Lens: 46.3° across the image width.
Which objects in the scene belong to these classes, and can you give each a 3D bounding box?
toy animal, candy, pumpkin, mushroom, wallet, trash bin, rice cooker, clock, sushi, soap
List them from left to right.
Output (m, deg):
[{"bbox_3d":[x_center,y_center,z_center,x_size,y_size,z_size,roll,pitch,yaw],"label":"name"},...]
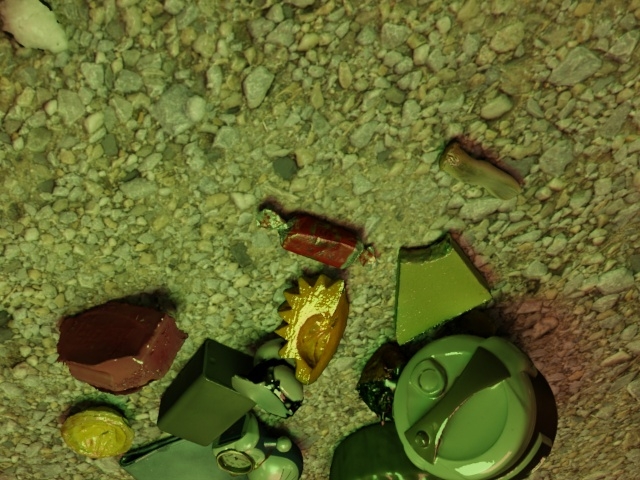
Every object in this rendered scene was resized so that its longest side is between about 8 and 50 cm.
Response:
[{"bbox_3d":[-0.449,0.230,1.624,0.289,0.182,0.112,6,139,35],"label":"soap"},{"bbox_3d":[-0.358,0.615,2.021,0.290,0.054,0.251,-22,128,11],"label":"wallet"},{"bbox_3d":[-0.268,0.372,1.793,0.164,0.122,0.240,29,124,-24],"label":"trash bin"},{"bbox_3d":[-0.147,0.554,1.931,0.199,0.147,0.243,-29,121,24],"label":"clock"},{"bbox_3d":[-0.100,0.299,1.706,0.138,0.179,0.166,-20,116,34],"label":"toy animal"},{"bbox_3d":[-0.018,0.175,1.676,0.130,0.149,0.254,21,103,18],"label":"pumpkin"},{"bbox_3d":[0.000,0.001,1.550,0.292,0.059,0.086,19,126,-17],"label":"candy"},{"bbox_3d":[0.160,0.366,1.802,0.149,0.140,0.287,-12,128,-3],"label":"sushi"},{"bbox_3d":[0.350,0.378,1.668,0.335,0.335,0.325,-30,149,19],"label":"rice cooker"},{"bbox_3d":[0.316,-0.132,1.477,0.202,0.054,0.059,21,130,-26],"label":"mushroom"}]

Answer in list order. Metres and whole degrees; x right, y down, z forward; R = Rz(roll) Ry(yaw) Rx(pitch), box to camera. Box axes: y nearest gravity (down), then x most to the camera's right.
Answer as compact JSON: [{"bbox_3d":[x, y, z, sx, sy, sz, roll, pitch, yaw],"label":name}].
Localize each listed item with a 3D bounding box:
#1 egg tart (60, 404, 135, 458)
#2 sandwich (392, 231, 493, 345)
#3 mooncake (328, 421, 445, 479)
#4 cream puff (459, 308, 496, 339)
[{"bbox_3d":[-0.555,0.472,1.877,0.191,0.074,0.191,-2,130,-2],"label":"egg tart"},{"bbox_3d":[0.221,0.101,1.651,0.245,0.063,0.212,-31,121,19],"label":"sandwich"},{"bbox_3d":[0.197,0.661,2.012,0.356,0.194,0.357,-2,128,-3],"label":"mooncake"},{"bbox_3d":[0.365,0.197,1.741,0.083,0.083,0.058,-14,174,-7],"label":"cream puff"}]
